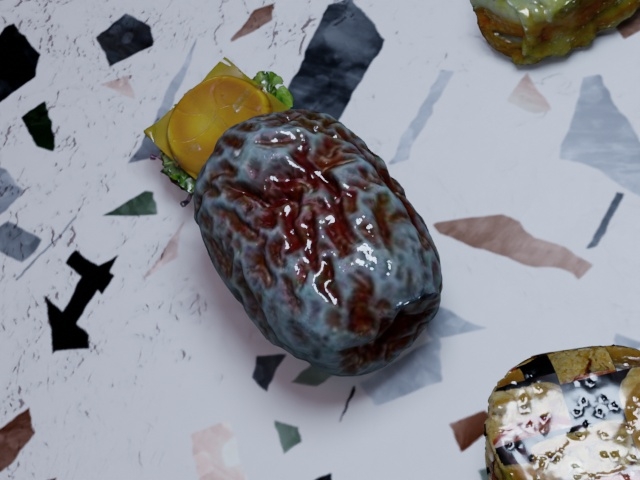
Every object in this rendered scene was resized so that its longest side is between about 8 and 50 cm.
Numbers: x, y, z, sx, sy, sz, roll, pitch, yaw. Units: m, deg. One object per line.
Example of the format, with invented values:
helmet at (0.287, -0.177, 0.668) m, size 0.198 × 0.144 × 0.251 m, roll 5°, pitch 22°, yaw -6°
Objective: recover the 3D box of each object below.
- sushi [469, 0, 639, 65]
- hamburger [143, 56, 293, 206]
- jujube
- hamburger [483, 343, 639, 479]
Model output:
sushi at (0.297, -0.335, 1.758) m, size 0.274 × 0.139 × 0.184 m, roll -31°, pitch 60°, yaw -2°
hamburger at (-0.112, -0.127, 1.816) m, size 0.189 × 0.093 × 0.164 m, roll -36°, pitch 60°, yaw 0°
jujube at (0.000, 0.000, 1.639) m, size 0.226 × 0.226 × 0.317 m, roll -38°, pitch 56°, yaw -3°
hamburger at (0.273, 0.212, 1.498) m, size 0.231 × 0.107 × 0.231 m, roll -6°, pitch 56°, yaw 9°
